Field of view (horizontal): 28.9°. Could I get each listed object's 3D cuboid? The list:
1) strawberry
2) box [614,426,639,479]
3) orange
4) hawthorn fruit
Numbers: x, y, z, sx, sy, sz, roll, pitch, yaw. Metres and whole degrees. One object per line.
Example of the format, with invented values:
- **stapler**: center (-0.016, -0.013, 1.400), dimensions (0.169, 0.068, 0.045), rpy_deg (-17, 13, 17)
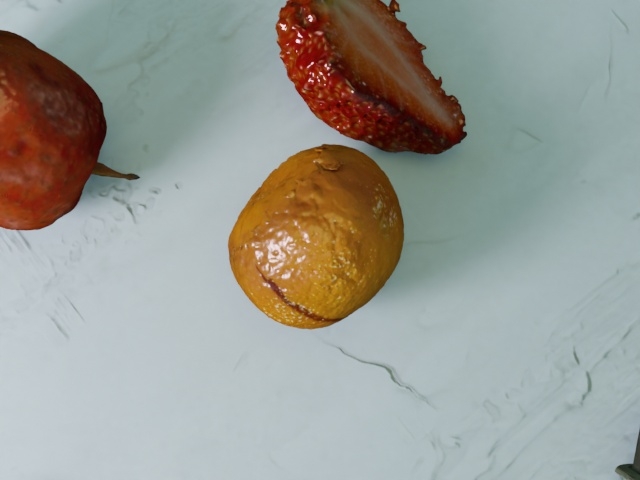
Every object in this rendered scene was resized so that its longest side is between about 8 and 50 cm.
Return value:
- **strawberry**: center (0.036, -0.177, 1.351), dimensions (0.175, 0.107, 0.236), rpy_deg (-15, 76, -45)
- **box**: center (0.418, 0.247, 1.173), dimensions (0.221, 0.290, 0.166), rpy_deg (1, 90, -4)
- **orange**: center (0.000, 0.000, 1.257), dimensions (0.161, 0.193, 0.193), rpy_deg (41, 77, -9)
- **hawthorn fruit**: center (-0.296, -0.096, 1.271), dimensions (0.243, 0.207, 0.207), rpy_deg (22, 74, -27)
